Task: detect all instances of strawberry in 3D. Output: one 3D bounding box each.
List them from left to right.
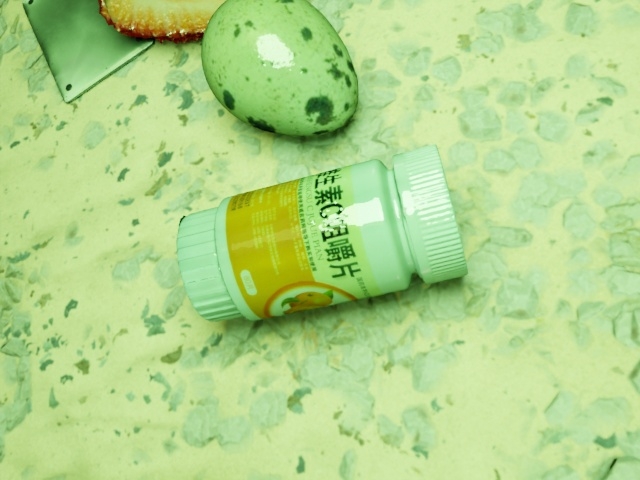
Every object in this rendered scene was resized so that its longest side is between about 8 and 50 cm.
[{"bbox_3d":[-0.230,-0.384,0.900,0.286,0.106,0.188,25,86,9],"label":"strawberry"}]

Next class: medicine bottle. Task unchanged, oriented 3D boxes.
[{"bbox_3d":[0.000,0.000,0.683,0.317,0.158,0.158,-13,71,13],"label":"medicine bottle"}]

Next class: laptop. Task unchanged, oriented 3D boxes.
[{"bbox_3d":[-0.409,-0.381,0.993,0.187,0.015,0.269,-33,68,5],"label":"laptop"}]

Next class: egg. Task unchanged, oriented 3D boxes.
[{"bbox_3d":[-0.050,-0.227,0.759,0.228,0.177,0.177,38,87,7],"label":"egg"}]
